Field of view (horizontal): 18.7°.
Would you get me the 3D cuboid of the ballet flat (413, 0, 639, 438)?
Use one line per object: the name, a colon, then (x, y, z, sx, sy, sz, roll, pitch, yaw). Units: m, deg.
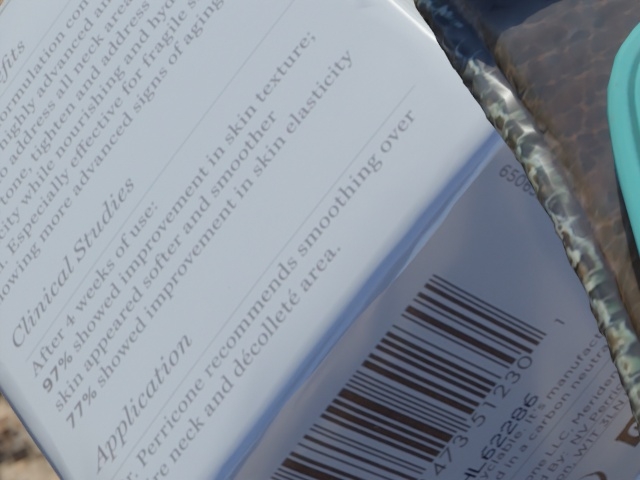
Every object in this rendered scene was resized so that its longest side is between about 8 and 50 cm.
ballet flat: (0.114, -0.057, 0.493, 0.164, 0.182, 0.483, -24, 60, 16)

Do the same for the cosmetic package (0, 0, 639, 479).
cosmetic package: (0.000, 0.000, 1.202, 0.329, 0.327, 0.394, -52, 48, 11)
